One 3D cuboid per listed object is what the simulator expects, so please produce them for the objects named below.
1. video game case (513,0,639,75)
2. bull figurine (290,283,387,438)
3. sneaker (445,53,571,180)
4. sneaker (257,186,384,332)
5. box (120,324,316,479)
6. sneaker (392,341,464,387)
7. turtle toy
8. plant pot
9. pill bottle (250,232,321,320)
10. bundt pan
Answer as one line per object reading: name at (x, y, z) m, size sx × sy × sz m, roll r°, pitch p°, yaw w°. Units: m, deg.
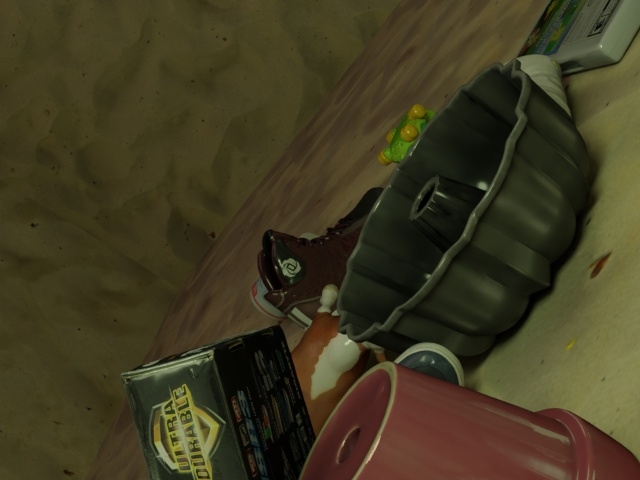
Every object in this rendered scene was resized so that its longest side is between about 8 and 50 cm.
video game case at (0.373, -0.347, 1.400) m, size 0.329 × 0.036 × 0.300 m, roll -59°, pitch 11°, yaw -3°
bull figurine at (0.002, 0.165, 1.433) m, size 0.310 × 0.101 × 0.188 m, roll -54°, pitch 8°, yaw 16°
sneaker at (0.187, -0.103, 1.380) m, size 0.292 × 0.108 × 0.169 m, roll -40°, pitch 16°, yaw 28°
sneaker at (0.000, 0.000, 1.738) m, size 0.106 × 0.163 × 0.281 m, roll -40°, pitch 20°, yaw 58°
box at (-0.039, 0.216, 0.835) m, size 0.073 × 0.295 × 0.293 m, roll -17°, pitch -2°, yaw 8°
sneaker at (0.057, 0.213, 1.035) m, size 0.226 × 0.086 × 0.163 m, roll -63°, pitch -3°, yaw 24°
turtle toy at (0.150, -0.166, 1.801) m, size 0.095 × 0.066 × 0.130 m, roll -46°, pitch 15°, yaw 49°
plant pot at (0.088, 0.182, 0.771) m, size 0.201 × 0.180 × 0.201 m, roll -55°, pitch 12°, yaw 17°
pill bottle at (-0.050, 0.062, 1.991) m, size 0.160 × 0.087 × 0.087 m, roll -50°, pitch 13°, yaw 32°
bundt pan at (0.155, -0.015, 1.161) m, size 0.330 × 0.124 × 0.331 m, roll -55°, pitch 13°, yaw 20°
